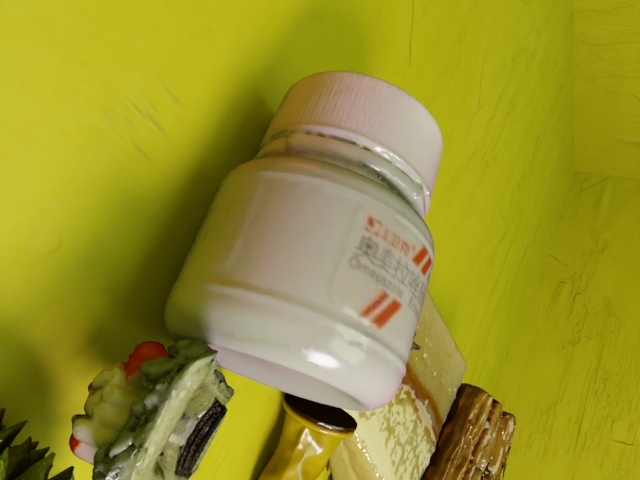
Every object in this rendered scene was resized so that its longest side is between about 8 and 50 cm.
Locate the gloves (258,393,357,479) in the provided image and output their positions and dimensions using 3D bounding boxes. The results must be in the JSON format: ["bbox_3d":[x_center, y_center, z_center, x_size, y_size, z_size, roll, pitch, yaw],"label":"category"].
[{"bbox_3d":[-0.054,0.383,0.739,0.133,0.116,0.294,25,87,-49],"label":"gloves"}]

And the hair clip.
[{"bbox_3d":[-0.146,0.159,0.457,0.321,0.091,0.138,109,5,-65],"label":"hair clip"}]

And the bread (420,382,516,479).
[{"bbox_3d":[0.259,0.434,1.036,0.277,0.167,0.324,-57,179,-22],"label":"bread"}]

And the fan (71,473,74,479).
[{"bbox_3d":[-0.253,0.330,0.498,0.153,0.008,0.226,-7,108,-54],"label":"fan"}]

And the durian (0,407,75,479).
[{"bbox_3d":[-0.280,0.182,0.275,0.198,0.163,0.394,-53,158,-1],"label":"durian"}]

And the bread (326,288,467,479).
[{"bbox_3d":[0.086,0.253,0.958,0.346,0.242,0.404,-42,100,-36],"label":"bread"}]

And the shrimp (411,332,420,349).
[{"bbox_3d":[0.053,0.135,0.786,0.296,0.058,0.169,45,69,-30],"label":"shrimp"}]

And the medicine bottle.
[{"bbox_3d":[0.000,0.000,0.542,0.241,0.241,0.301,50,53,-51],"label":"medicine bottle"}]
